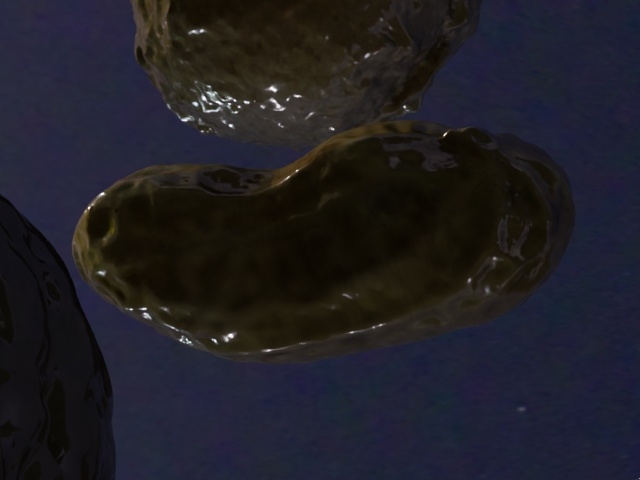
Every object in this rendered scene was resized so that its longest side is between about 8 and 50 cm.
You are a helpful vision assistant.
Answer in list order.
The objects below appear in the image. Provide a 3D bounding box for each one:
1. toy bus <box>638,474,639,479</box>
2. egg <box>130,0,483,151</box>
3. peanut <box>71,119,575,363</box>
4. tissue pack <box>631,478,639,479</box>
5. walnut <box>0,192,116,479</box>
[{"bbox_3d":[0.256,0.122,1.120,0.088,0.083,0.194,-2,-130,18],"label":"toy bus"},{"bbox_3d":[-0.010,-0.211,1.370,0.310,0.279,0.279,-37,-111,20],"label":"egg"},{"bbox_3d":[0.000,0.000,1.115,0.325,0.153,0.140,-4,-130,3],"label":"peanut"},{"bbox_3d":[0.140,0.078,0.389,0.156,0.112,0.051,0,-100,5],"label":"tissue pack"},{"bbox_3d":[-0.207,0.081,0.729,0.248,0.248,0.248,-1,-92,34],"label":"walnut"}]
